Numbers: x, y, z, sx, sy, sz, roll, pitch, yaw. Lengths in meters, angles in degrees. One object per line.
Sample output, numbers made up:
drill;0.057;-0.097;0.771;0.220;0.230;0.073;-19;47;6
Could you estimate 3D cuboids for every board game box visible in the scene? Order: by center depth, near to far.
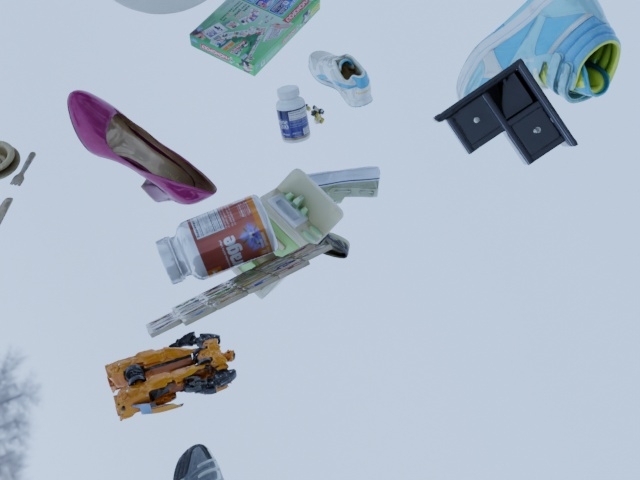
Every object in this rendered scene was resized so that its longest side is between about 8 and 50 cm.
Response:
board game box;-0.174;-0.594;2.559;0.213;0.317;0.046;29;-31;18

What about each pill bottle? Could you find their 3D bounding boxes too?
pill bottle;-0.199;0.003;1.808;0.121;0.216;0.121;158;-90;-85
pill bottle;-0.064;-0.284;2.114;0.067;0.067;0.120;28;-45;51

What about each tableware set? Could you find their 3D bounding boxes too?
tableware set;-0.574;-0.102;1.586;0.039;0.128;0.194;87;13;-51

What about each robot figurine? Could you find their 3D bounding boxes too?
robot figurine;-0.334;0.307;2.152;0.211;0.291;0.085;-123;-155;-51

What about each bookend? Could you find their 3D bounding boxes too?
bookend;0.279;-0.168;1.442;0.156;0.157;0.072;56;8;-2

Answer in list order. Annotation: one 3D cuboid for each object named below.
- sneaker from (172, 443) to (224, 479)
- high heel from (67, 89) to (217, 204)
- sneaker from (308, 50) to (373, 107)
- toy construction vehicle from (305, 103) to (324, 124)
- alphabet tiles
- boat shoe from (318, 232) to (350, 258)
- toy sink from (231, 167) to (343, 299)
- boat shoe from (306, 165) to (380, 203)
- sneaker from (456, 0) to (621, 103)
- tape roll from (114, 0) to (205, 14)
sneaker;-0.160;0.445;1.511;0.132;0.086;0.228;46;18;-48
high heel;-0.392;-0.214;2.109;0.181;0.127;0.377;-4;-33;35
sneaker;0.048;-0.414;2.284;0.229;0.087;0.092;43;-27;39
toy construction vehicle;-0.035;-0.317;2.300;0.086;0.035;0.098;27;0;13
alphabet tiles;-0.150;0.083;1.670;0.011;0.342;0.285;65;-11;-6
boat shoe;0.000;0.000;2.206;0.049;0.152;0.056;-96;-154;-62
toy sink;-0.088;-0.016;2.003;0.153;0.131;0.234;45;-70;2
boat shoe;0.042;-0.149;2.638;0.109;0.302;0.094;5;-78;63
sneaker;0.379;-0.285;1.635;0.319;0.127;0.208;-47;-126;38
tape roll;-0.340;-0.678;2.007;0.072;0.392;0.392;-130;-150;-51
